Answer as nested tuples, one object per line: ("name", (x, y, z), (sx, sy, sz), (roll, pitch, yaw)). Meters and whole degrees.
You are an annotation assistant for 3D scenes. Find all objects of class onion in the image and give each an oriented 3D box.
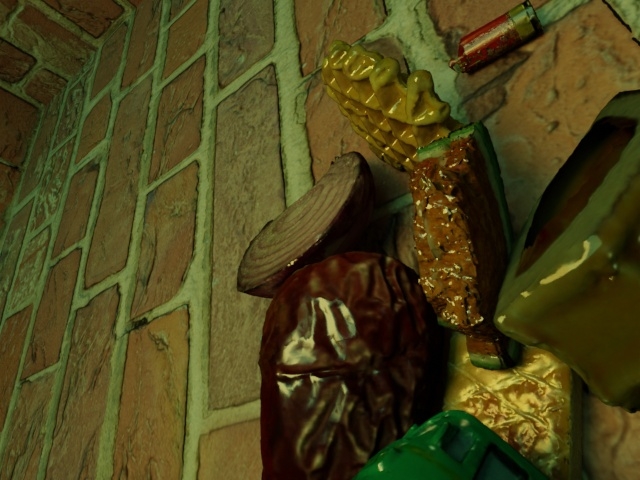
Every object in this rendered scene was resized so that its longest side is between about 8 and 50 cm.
("onion", (0.000, 0.000, 0.669), (0.250, 0.111, 0.247), (-42, 18, 8))

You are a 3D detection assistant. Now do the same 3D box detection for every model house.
("model house", (0.300, 0.021, 0.387), (0.239, 0.173, 0.268), (36, 91, 3))

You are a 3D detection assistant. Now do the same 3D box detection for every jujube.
("jujube", (0.028, 0.188, 0.516), (0.217, 0.216, 0.341), (-6, 73, 40))

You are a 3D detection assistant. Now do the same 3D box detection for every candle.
("candle", (0.245, -0.286, 0.672), (0.131, 0.052, 0.051), (-25, 54, 32))

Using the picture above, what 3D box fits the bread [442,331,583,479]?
("bread", (0.184, 0.189, 0.462), (0.126, 0.068, 0.188), (-5, 65, 41))

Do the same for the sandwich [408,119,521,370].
("sandwich", (0.132, 0.011, 0.452), (0.079, 0.159, 0.234), (-11, 98, 35))

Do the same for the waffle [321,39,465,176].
("waffle", (0.106, -0.151, 0.628), (0.065, 0.283, 0.309), (-47, 1, 4))

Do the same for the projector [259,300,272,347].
("projector", (-0.025, 0.131, 0.670), (0.083, 0.082, 0.083), (0, 69, 42))

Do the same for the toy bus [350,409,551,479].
("toy bus", (0.135, 0.278, 0.294), (0.344, 0.200, 0.183), (41, 129, 20))
